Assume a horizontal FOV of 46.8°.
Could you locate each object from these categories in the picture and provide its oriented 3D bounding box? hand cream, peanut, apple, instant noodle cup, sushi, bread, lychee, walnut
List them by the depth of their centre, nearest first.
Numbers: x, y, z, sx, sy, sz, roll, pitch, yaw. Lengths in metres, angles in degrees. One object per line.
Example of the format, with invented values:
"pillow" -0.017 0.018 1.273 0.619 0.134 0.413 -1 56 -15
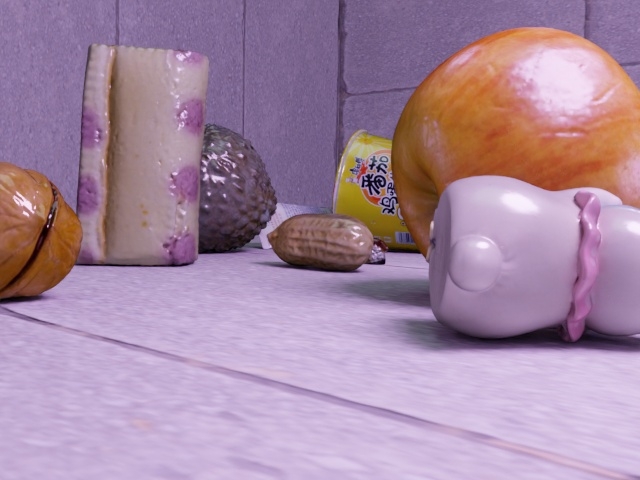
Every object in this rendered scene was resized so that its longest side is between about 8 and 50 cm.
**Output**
"walnut" -0.319 -0.007 0.728 0.180 0.144 0.144 -7 -1 29
"apple" 0.205 -0.072 0.774 0.233 0.285 0.286 -18 9 -17
"peanut" 0.000 0.000 1.114 0.194 0.083 0.093 6 19 44
"bread" -0.275 -0.130 1.142 0.187 0.338 0.155 3 4 -1
"sushi" 0.075 0.015 1.229 0.083 0.045 0.044 2 3 32
"lychee" -0.218 -0.096 1.408 0.255 0.255 0.274 4 -29 46
"instant noodle cup" 0.160 -0.092 1.522 0.200 0.264 0.264 10 6 21
"hand cream" -0.040 -0.029 1.624 0.248 0.133 0.083 3 -42 -33

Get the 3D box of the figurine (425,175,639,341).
"figurine" 0.207 0.021 0.571 0.236 0.127 0.155 6 -7 0
